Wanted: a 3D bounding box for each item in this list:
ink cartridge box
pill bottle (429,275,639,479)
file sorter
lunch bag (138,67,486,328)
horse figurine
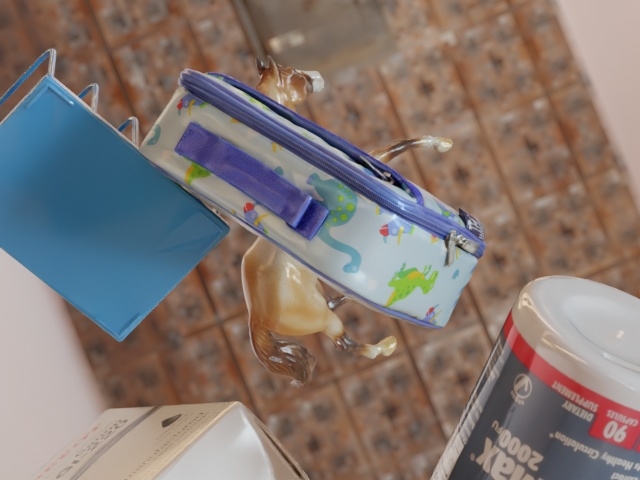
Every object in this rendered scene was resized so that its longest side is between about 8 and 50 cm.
[{"bbox_3d":[-0.110,0.168,1.062,0.158,0.092,0.218,-41,-170,-22],"label":"ink cartridge box"},{"bbox_3d":[0.111,0.118,0.960,0.108,0.108,0.180,-19,136,-59],"label":"pill bottle"},{"bbox_3d":[-0.168,-0.038,1.426,0.118,0.170,0.104,-45,-161,14],"label":"file sorter"},{"bbox_3d":[-0.005,-0.028,1.331,0.090,0.219,0.176,-60,148,3],"label":"lunch bag"},{"bbox_3d":[0.000,0.000,1.536,0.174,0.263,0.066,7,-165,-37],"label":"horse figurine"}]
